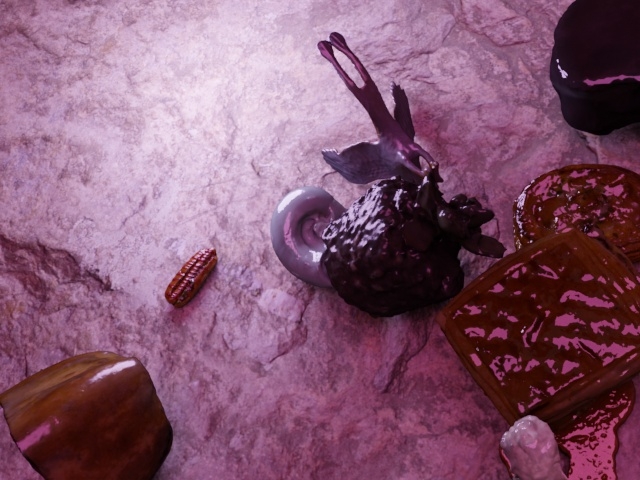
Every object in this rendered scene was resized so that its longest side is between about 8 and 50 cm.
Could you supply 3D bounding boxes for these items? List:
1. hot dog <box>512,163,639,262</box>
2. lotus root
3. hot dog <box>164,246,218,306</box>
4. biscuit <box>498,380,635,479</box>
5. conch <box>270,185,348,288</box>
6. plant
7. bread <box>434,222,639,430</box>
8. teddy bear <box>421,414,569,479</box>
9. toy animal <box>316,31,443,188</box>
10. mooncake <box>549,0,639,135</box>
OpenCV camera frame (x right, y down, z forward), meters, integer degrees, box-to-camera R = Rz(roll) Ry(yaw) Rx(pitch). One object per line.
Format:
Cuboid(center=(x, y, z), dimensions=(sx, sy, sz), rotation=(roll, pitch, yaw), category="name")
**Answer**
Cuboid(center=(0.483, -0.035, 1.569), dimensions=(0.272, 0.122, 0.196), rotation=(-5, 67, 15), category="hot dog")
Cuboid(center=(-0.406, 0.350, 1.582), dimensions=(0.250, 0.316, 0.316), rotation=(-36, 61, -24), category="lotus root")
Cuboid(center=(-0.260, 0.071, 1.766), dimensions=(0.062, 0.038, 0.144), rotation=(33, 78, 26), category="hot dog")
Cuboid(center=(0.427, 0.273, 1.485), dimensions=(0.202, 0.047, 0.334), rotation=(11, 72, 19), category="biscuit")
Cuboid(center=(-0.001, 0.000, 1.682), dimensions=(0.185, 0.121, 0.221), rotation=(-15, 69, -8), category="conch")
Cuboid(center=(0.169, -0.006, 1.528), dimensions=(0.312, 0.215, 0.213), rotation=(-37, 42, 38), category="plant")
Cuboid(center=(0.388, 0.151, 1.427), dimensions=(0.324, 0.167, 0.277), rotation=(-32, 58, -2), category="bread")
Cuboid(center=(0.206, 0.495, 1.297), dimensions=(0.362, 0.375, 0.327), rotation=(-20, 49, -10), category="teddy bear")
Cuboid(center=(0.133, -0.220, 1.656), dimensions=(0.225, 0.284, 0.302), rotation=(-39, 61, -7), category="toy animal")
Cuboid(center=(0.631, -0.336, 1.613), dimensions=(0.381, 0.212, 0.350), rotation=(19, 68, 25), category="mooncake")
